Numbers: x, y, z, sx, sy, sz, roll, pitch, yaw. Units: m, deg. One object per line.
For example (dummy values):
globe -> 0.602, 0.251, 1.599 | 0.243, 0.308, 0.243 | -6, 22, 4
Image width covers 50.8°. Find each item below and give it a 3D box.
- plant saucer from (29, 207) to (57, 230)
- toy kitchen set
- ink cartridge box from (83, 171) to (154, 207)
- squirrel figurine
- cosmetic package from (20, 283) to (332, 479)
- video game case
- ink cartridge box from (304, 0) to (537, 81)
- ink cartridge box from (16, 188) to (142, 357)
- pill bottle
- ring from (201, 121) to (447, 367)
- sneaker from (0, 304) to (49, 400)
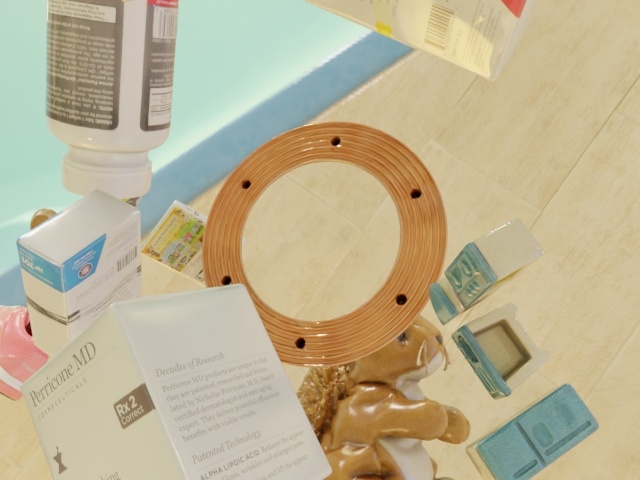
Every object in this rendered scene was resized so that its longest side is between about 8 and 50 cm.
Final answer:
plant saucer -> -0.558, -0.024, 1.367 | 0.083, 0.015, 0.084 | 3, 99, 17
toy kitchen set -> 0.175, 0.114, 0.635 | 0.122, 0.166, 0.207 | -29, 75, -14
ink cartridge box -> -0.593, -0.068, 1.854 | 0.065, 0.185, 0.311 | 43, 118, 9
squirrel figurine -> 0.081, 0.312, 1.294 | 0.396, 0.281, 0.371 | -6, 80, 40
cosmetic package -> -0.120, 0.156, 0.559 | 0.151, 0.151, 0.184 | -38, 72, 30
video game case -> -0.339, 0.013, 1.769 | 0.206, 0.227, 0.026 | 30, 42, -19
ink cartridge box -> 0.168, -0.472, 1.082 | 0.384, 0.279, 0.160 | 27, 60, 13
ink cartridge box -> -0.308, 0.052, 0.886 | 0.082, 0.191, 0.139 | 27, 41, 16
pill bottle -> -0.301, -0.229, 0.971 | 0.176, 0.176, 0.319 | 12, 109, 10
ring -> 0.000, 0.000, 0.892 | 0.336, 0.032, 0.337 | -5, 72, 16
sneaker -> -0.601, 0.179, 1.320 | 0.136, 0.116, 0.314 | -44, 46, -9
